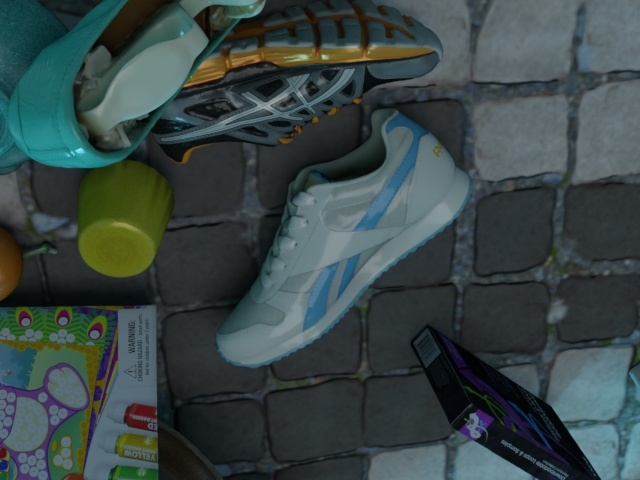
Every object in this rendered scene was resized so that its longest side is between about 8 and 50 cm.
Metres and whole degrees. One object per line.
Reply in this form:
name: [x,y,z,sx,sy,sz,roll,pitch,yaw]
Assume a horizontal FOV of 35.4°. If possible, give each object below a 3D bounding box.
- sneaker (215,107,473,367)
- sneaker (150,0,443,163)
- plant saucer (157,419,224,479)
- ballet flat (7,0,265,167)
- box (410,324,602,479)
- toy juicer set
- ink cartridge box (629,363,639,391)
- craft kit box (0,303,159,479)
sneaker: [0.000,0.000,0.749,0.228,0.087,0.092,-43,110,4]
sneaker: [-0.022,-0.109,0.688,0.215,0.084,0.083,-8,121,3]
plant saucer: [-0.196,0.279,0.763,0.310,0.311,0.050,-22,156,1]
ballet flat: [-0.080,-0.135,0.597,0.247,0.087,0.083,-53,137,-16]
box: [0.155,0.145,0.833,0.162,0.116,0.029,35,105,-26]
toy juicer set: [-0.252,-0.091,0.649,0.209,0.089,0.329,-18,129,12]
ink cartridge box: [0.367,0.199,0.846,0.092,0.218,0.158,-31,119,12]
craft kit box: [-0.238,0.170,0.711,0.246,0.250,0.061,-1,161,-10]
